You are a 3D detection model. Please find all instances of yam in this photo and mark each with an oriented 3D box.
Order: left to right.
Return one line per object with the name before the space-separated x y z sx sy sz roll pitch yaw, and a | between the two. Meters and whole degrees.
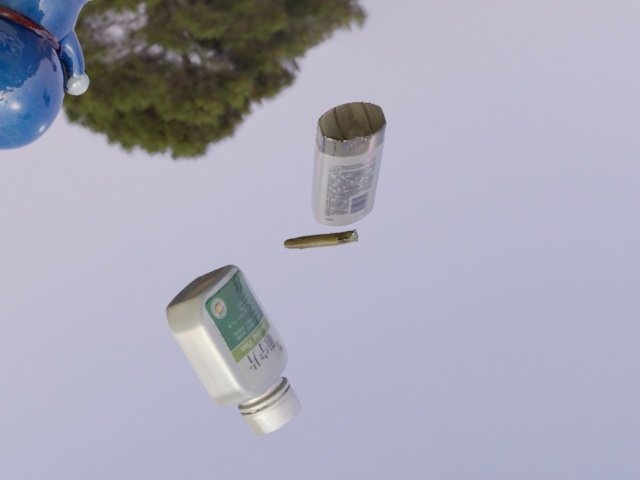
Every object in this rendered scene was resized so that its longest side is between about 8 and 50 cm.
yam | 0.000 0.000 1.143 0.107 0.014 0.014 -7 -148 50

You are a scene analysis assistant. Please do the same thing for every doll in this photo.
doll | -0.367 -0.232 1.399 0.161 0.215 0.257 -7 -126 61

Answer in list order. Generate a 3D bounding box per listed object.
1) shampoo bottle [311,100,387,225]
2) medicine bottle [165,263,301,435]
shampoo bottle | 0.033 -0.093 1.514 0.086 0.227 0.056 -14 -115 -8
medicine bottle | -0.092 0.126 1.336 0.069 0.183 0.119 -21 -166 29
